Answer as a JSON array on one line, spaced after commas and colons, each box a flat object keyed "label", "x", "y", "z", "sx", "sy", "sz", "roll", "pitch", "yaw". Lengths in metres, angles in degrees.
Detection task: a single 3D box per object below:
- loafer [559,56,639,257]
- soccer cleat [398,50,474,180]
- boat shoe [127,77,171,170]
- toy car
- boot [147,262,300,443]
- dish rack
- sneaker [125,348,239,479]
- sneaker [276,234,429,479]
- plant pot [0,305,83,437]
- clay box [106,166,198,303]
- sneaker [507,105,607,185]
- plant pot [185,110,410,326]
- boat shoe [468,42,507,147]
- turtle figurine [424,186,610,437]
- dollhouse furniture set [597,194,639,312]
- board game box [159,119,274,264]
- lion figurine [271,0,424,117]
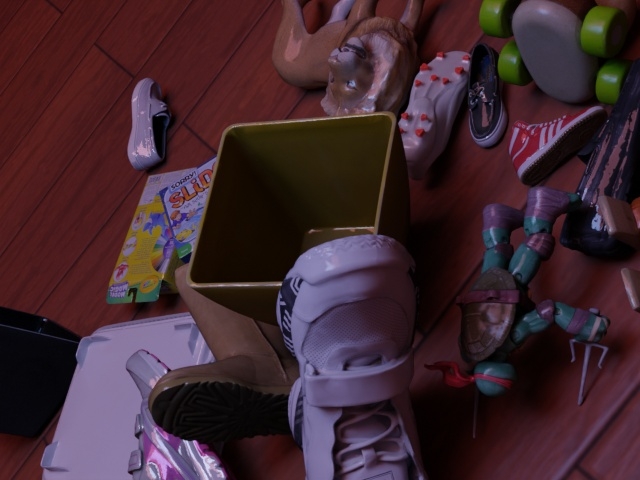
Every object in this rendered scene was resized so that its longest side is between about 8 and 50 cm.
[{"label": "loafer", "x": 0.300, "y": -0.090, "z": 1.055, "sx": 0.078, "sy": 0.076, "sz": 0.223, "roll": 9, "pitch": 73, "yaw": 40}, {"label": "soccer cleat", "x": 0.140, "y": -0.160, "z": 1.285, "sx": 0.068, "sy": 0.076, "sz": 0.196, "roll": 11, "pitch": 52, "yaw": 26}, {"label": "boat shoe", "x": -0.283, "y": -0.203, "z": 1.751, "sx": 0.063, "sy": 0.066, "sz": 0.184, "roll": -14, "pitch": 50, "yaw": 22}, {"label": "toy car", "x": 0.298, "y": -0.261, "z": 1.147, "sx": 0.155, "sy": 0.149, "sz": 0.188, "roll": 21, "pitch": 66, "yaw": 38}, {"label": "boot", "x": -0.126, "y": 0.119, "z": 1.234, "sx": 0.089, "sy": 0.236, "sz": 0.269, "roll": -61, "pitch": 37, "yaw": 24}, {"label": "dish rack", "x": -0.253, "y": 0.223, "z": 1.402, "sx": 0.332, "sy": 0.072, "sz": 0.286, "roll": -11, "pitch": 55, "yaw": 40}, {"label": "sneaker", "x": -0.182, "y": 0.242, "z": 1.216, "sx": 0.111, "sy": 0.103, "sz": 0.252, "roll": -30, "pitch": 61, "yaw": -4}, {"label": "sneaker", "x": 0.047, "y": 0.166, "z": 0.966, "sx": 0.137, "sy": 0.366, "sz": 0.210, "roll": -11, "pitch": 53, "yaw": -11}, {"label": "plant pot", "x": -0.491, "y": 0.197, "z": 1.585, "sx": 0.188, "sy": 0.187, "sz": 0.167, "roll": 18, "pitch": 88, "yaw": 50}, {"label": "clay box", "x": -0.237, "y": 0.001, "z": 1.558, "sx": 0.127, "sy": 0.053, "sz": 0.222, "roll": -6, "pitch": 60, "yaw": 41}, {"label": "sneaker", "x": 0.258, "y": -0.121, "z": 1.149, "sx": 0.118, "sy": 0.042, "sz": 0.067, "roll": -40, "pitch": 44, "yaw": 20}, {"label": "plant pot", "x": 0.000, "y": 0.000, "z": 1.182, "sx": 0.212, "sy": 0.187, "sz": 0.212, "roll": -2, "pitch": 60, "yaw": 22}, {"label": "boat shoe", "x": 0.197, "y": -0.177, "z": 1.254, "sx": 0.049, "sy": 0.040, "sz": 0.142, "roll": -19, "pitch": 50, "yaw": 36}, {"label": "turtle figurine", "x": 0.190, "y": 0.071, "z": 1.004, "sx": 0.175, "sy": 0.118, "sz": 0.234, "roll": -7, "pitch": 65, "yaw": 44}, {"label": "dollhouse furniture set", "x": 0.396, "y": -0.066, "z": 0.931, "sx": 0.262, "sy": 0.135, "sz": 0.259, "roll": -28, "pitch": 57, "yaw": 30}, {"label": "board game box", "x": -0.125, "y": -0.066, "z": 1.463, "sx": 0.201, "sy": 0.035, "sz": 0.136, "roll": -32, "pitch": 51, "yaw": 10}, {"label": "lion figurine", "x": 0.023, "y": -0.267, "z": 1.449, "sx": 0.392, "sy": 0.142, "sz": 0.240, "roll": 18, "pitch": 83, "yaw": 65}]
